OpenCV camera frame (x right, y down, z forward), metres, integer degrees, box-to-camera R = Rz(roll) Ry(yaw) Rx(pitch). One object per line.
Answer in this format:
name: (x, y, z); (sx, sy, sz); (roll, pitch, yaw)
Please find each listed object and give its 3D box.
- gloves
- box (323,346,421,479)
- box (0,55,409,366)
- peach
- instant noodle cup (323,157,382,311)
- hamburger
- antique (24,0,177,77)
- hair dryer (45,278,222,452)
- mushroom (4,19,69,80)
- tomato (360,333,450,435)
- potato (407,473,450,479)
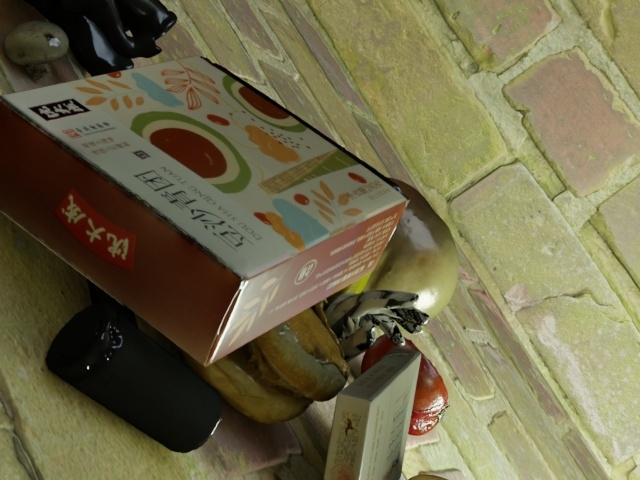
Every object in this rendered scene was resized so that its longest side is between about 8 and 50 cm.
gloves: (0.054, 0.118, 1.725); (0.127, 0.212, 0.111); (0, 53, -49)
box: (0.070, 0.273, 1.670); (0.365, 0.051, 0.204); (-16, 115, -75)
box: (-0.135, -0.057, 1.417); (0.344, 0.122, 0.385); (35, 29, 17)
peach: (0.123, 0.019, 2.258); (0.292, 0.247, 0.292); (-14, 90, -84)
instant noodle cup: (0.000, 0.000, 1.809); (0.216, 0.236, 0.215); (13, 48, -15)
hamburger: (-0.089, 0.098, 1.588); (0.318, 0.158, 0.318); (49, 15, -18)
antique: (-0.347, -0.370, 1.765); (0.255, 0.185, 0.322); (56, -2, -28)
hair dryer: (-0.214, 0.101, 1.355); (0.197, 0.089, 0.251); (43, 12, -38)
mushroom: (-0.378, -0.251, 1.648); (0.085, 0.085, 0.079); (-99, -175, -60)
tomato: (0.125, 0.252, 2.065); (0.173, 0.099, 0.189); (44, -29, 18)
potato: (0.203, 0.444, 1.805); (0.234, 0.146, 0.150); (57, -14, 11)
